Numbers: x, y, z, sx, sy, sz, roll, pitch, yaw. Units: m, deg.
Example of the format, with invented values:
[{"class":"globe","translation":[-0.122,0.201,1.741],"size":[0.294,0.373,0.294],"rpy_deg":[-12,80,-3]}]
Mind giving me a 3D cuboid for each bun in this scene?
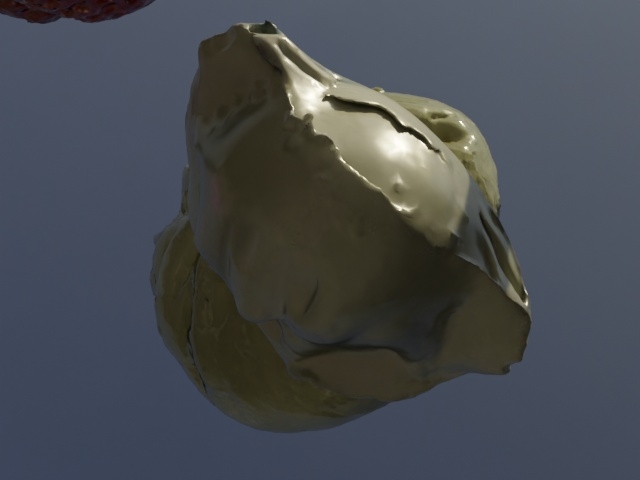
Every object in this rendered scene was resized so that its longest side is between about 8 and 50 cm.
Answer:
[{"class":"bun","translation":[-0.017,0.002,0.776],"size":[0.259,0.160,0.259],"rpy_deg":[-31,-135,36]}]

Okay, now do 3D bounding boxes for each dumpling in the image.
[{"class":"dumpling","translation":[0.000,0.000,0.492],"size":[0.188,0.108,0.127],"rpy_deg":[43,-60,5]}]

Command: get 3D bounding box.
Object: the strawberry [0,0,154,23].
[{"class":"strawberry","translation":[-0.247,-0.307,0.990],"size":[0.250,0.288,0.239],"rpy_deg":[5,-88,46]}]
